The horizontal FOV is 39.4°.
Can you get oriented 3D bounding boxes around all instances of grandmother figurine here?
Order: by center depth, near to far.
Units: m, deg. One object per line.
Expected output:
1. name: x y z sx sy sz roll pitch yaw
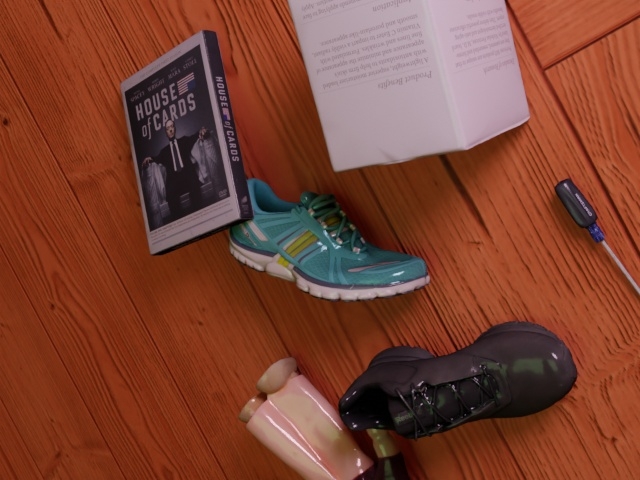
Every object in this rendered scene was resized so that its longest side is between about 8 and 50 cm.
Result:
1. grandmother figurine: 0.040 0.315 1.145 0.342 0.104 0.208 43 137 19

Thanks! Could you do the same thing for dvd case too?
1. dvd case: -0.172 -0.118 1.122 0.179 0.029 0.239 -20 79 41

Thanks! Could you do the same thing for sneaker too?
1. sneaker: 0.143 0.169 0.983 0.286 0.130 0.109 -21 93 40
2. sneaker: 0.000 0.000 1.043 0.275 0.107 0.110 18 110 31

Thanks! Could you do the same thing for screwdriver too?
1. screwdriver: 0.284 0.012 0.879 0.024 0.025 0.170 -36 84 41

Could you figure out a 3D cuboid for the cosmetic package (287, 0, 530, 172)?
1. cosmetic package: 0.088 -0.178 0.863 0.151 0.151 0.184 -6 104 39
